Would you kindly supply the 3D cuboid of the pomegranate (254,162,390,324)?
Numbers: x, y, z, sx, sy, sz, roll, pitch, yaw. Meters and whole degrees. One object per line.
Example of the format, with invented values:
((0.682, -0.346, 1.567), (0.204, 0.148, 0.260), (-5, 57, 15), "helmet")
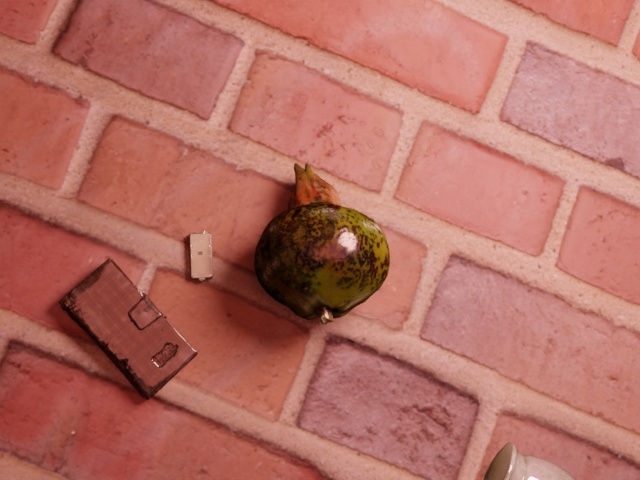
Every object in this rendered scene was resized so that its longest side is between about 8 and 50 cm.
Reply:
((-0.007, 0.010, 1.807), (0.222, 0.276, 0.204), (8, 120, -26), "pomegranate")

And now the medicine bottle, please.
((0.352, 0.442, 1.793), (0.143, 0.147, 0.147), (28, 79, 1), "medicine bottle")

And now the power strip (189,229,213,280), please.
((-0.212, 0.027, 1.843), (0.040, 0.016, 0.090), (-2, 83, -9), "power strip")

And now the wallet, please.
((-0.331, 0.152, 1.795), (0.124, 0.042, 0.230), (-42, 88, -8), "wallet")
